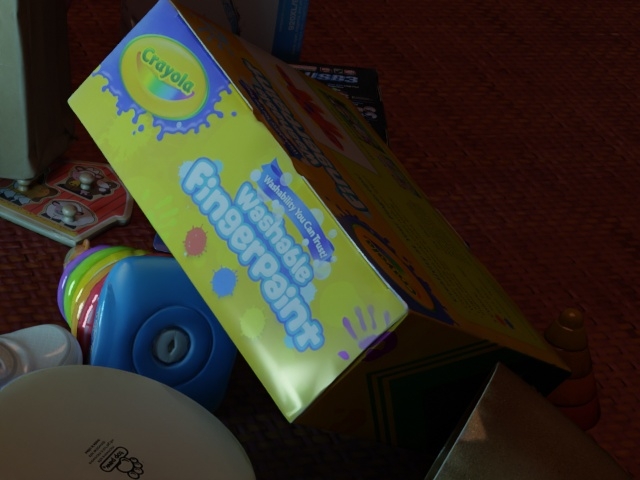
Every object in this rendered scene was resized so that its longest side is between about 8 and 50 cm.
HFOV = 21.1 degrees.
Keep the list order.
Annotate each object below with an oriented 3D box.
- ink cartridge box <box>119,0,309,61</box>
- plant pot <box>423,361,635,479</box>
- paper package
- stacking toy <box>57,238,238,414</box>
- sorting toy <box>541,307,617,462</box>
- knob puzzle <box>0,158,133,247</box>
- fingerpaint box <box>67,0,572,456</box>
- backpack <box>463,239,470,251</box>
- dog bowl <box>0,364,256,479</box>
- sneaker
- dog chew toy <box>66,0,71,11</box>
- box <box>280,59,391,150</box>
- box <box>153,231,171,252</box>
[{"bbox_3d":[-0.160,-0.341,2.543,0.232,0.168,0.171,-5,34,-24],"label":"ink cartridge box"},{"bbox_3d":[0.210,0.275,1.560,0.254,0.237,0.237,31,32,4],"label":"plant pot"},{"bbox_3d":[-0.482,-0.254,2.120,0.325,0.309,0.168,7,28,11],"label":"paper package"},{"bbox_3d":[-0.219,0.063,1.854,0.165,0.175,0.302,5,15,-30],"label":"stacking toy"},{"bbox_3d":[0.266,0.190,1.796,0.127,0.126,0.365,8,29,-4],"label":"sorting toy"},{"bbox_3d":[-0.319,-0.067,2.150,0.213,0.030,0.213,8,29,-4],"label":"knob puzzle"},{"bbox_3d":[0.000,0.000,1.744,0.445,0.163,0.371,53,16,29],"label":"fingerpaint box"},{"bbox_3d":[0.090,0.034,2.015,0.182,0.152,0.115,19,33,-10],"label":"backpack"},{"bbox_3d":[-0.194,0.233,1.541,0.265,0.104,0.265,17,31,-10],"label":"dog bowl"},{"bbox_3d":[-0.357,0.142,1.636,0.292,0.118,0.110,-25,44,-30],"label":"sneaker"},{"bbox_3d":[-0.463,-0.325,2.398,0.206,0.206,0.332,10,37,-2],"label":"dog chew toy"},{"bbox_3d":[-0.057,-0.160,2.358,0.295,0.073,0.293,5,30,-8],"label":"box"},{"bbox_3d":[-0.122,-0.069,2.140,0.136,0.036,0.225,11,50,-2],"label":"box"}]
